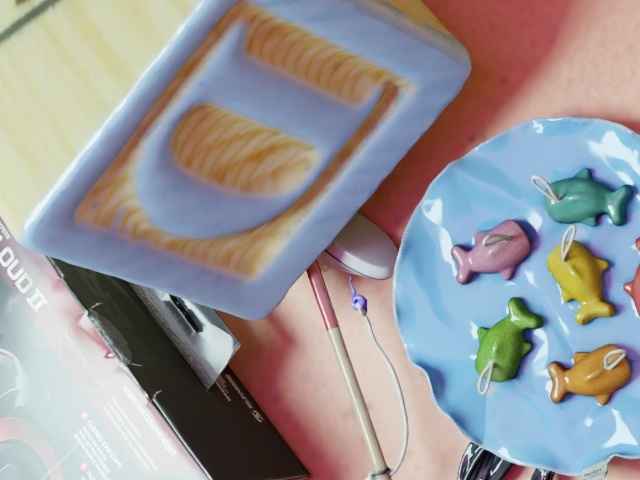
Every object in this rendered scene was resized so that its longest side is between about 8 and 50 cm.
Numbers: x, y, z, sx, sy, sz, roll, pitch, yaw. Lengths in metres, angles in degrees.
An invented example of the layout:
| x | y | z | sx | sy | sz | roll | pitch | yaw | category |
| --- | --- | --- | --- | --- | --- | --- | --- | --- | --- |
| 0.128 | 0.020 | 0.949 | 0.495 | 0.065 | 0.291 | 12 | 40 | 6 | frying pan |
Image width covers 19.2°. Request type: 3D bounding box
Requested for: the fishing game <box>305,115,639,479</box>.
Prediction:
| x | y | z | sx | sy | sz | roll | pitch | yaw | category |
| --- | --- | --- | --- | --- | --- | --- | --- | --- | --- |
| 0.122 | 0.030 | 0.967 | 0.264 | 0.041 | 0.189 | -21 | 81 | 17 | fishing game |

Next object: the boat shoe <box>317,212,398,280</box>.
| x | y | z | sx | sy | sz | roll | pitch | yaw | category |
| --- | --- | --- | --- | --- | --- | --- | --- | --- | --- |
| 0.000 | 0.000 | 1.056 | 0.100 | 0.035 | 0.035 | 30 | 129 | 22 | boat shoe |

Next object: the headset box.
| x | y | z | sx | sy | sz | roll | pitch | yaw | category |
| --- | --- | --- | --- | --- | --- | --- | --- | --- | --- |
| -0.165 | 0.129 | 1.090 | 0.293 | 0.110 | 0.218 | -46 | 69 | 19 | headset box |

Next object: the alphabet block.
| x | y | z | sx | sy | sz | roll | pitch | yaw | category |
| --- | --- | --- | --- | --- | --- | --- | --- | --- | --- |
| -0.077 | -0.105 | 0.986 | 0.193 | 0.192 | 0.197 | -49 | 51 | 16 | alphabet block |

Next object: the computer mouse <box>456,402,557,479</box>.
| x | y | z | sx | sy | sz | roll | pitch | yaw | category |
| --- | --- | --- | --- | --- | --- | --- | --- | --- | --- |
| 0.049 | 0.186 | 1.022 | 0.242 | 0.041 | 0.071 | -49 | 66 | 10 | computer mouse |
